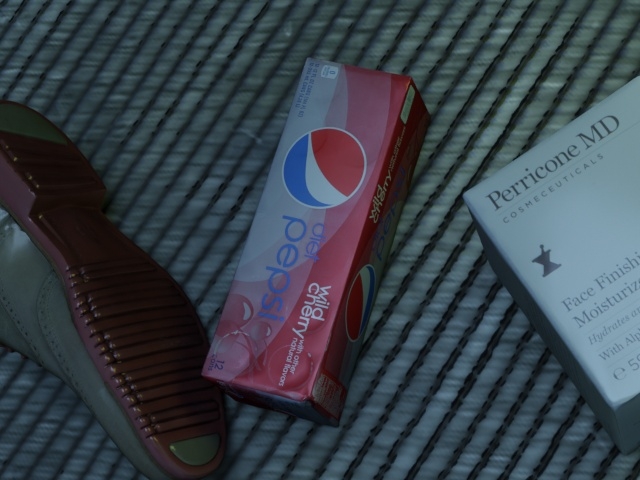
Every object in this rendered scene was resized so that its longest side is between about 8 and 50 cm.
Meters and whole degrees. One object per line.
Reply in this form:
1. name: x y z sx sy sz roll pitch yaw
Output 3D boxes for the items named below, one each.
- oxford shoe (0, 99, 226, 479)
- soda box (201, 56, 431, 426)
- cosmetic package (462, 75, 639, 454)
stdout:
1. oxford shoe: -0.194 0.058 1.198 0.130 0.123 0.348 -44 65 26
2. soda box: 0.000 0.000 1.162 0.092 0.083 0.263 13 75 19
3. cosmetic package: 0.216 0.021 1.057 0.151 0.151 0.184 -34 66 1
